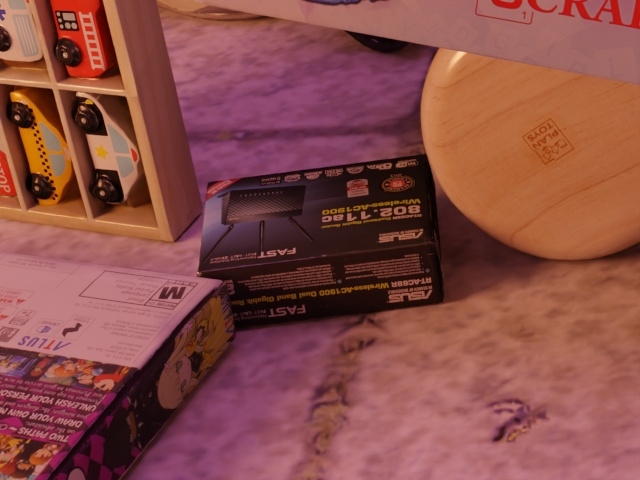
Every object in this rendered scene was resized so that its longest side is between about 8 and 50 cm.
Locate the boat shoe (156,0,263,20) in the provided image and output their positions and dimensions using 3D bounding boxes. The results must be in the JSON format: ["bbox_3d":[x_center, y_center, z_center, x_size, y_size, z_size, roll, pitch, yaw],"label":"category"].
[{"bbox_3d":[-0.153,-0.239,1.359,0.355,0.130,0.132,5,34,24],"label":"boat shoe"}]

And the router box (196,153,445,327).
[{"bbox_3d":[0.000,0.000,1.007,0.122,0.038,0.092,-8,32,4],"label":"router box"}]

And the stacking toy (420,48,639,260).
[{"bbox_3d":[0.165,-0.119,1.084,0.141,0.141,0.330,2,26,21],"label":"stacking toy"}]

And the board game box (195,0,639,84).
[{"bbox_3d":[0.135,-0.158,0.935,0.318,0.066,0.319,11,25,8],"label":"board game box"}]

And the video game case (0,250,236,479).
[{"bbox_3d":[-0.188,0.076,0.937,0.232,0.042,0.210,6,35,26],"label":"video game case"}]

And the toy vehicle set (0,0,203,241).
[{"bbox_3d":[-0.166,-0.130,1.051,0.166,0.267,0.035,7,35,29],"label":"toy vehicle set"}]

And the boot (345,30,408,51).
[{"bbox_3d":[0.025,-0.302,1.251,0.222,0.338,0.118,-31,-6,-35],"label":"boot"}]
